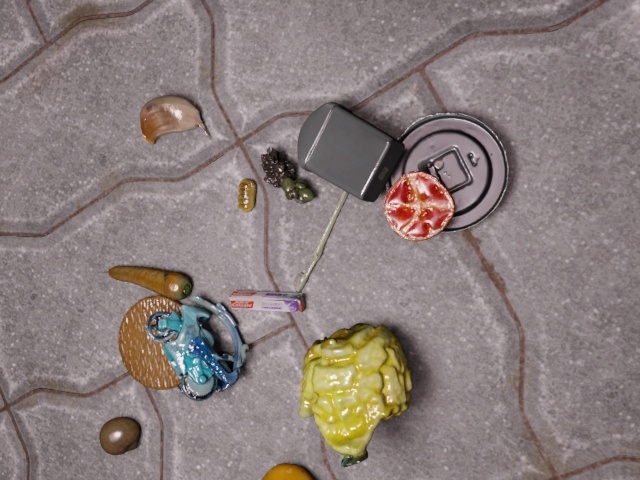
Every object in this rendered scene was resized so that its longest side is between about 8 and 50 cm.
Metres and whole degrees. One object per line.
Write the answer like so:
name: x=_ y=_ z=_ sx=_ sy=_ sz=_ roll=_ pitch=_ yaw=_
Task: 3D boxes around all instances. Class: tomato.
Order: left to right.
tomato: x=0.220 y=-0.072 z=1.220 sx=0.156 sy=0.069 sz=0.155 roll=0 pitch=88 yaw=15

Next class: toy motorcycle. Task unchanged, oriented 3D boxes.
toy motorcycle: x=-0.305 y=0.268 z=1.394 sx=0.260 sy=0.206 sz=0.154 roll=57 pitch=149 yaw=7

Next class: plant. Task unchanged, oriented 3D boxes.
plant: x=-0.085 y=-0.156 z=1.368 sx=0.087 sy=0.085 sz=0.174 roll=-41 pitch=83 yaw=-14

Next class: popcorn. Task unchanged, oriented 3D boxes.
popcorn: x=0.070 y=0.321 z=1.246 sx=0.293 sy=0.293 sz=0.237 roll=-30 pitch=89 yaw=16

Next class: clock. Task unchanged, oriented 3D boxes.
clock: x=0.291 y=-0.156 z=1.262 sx=0.281 sy=0.055 sz=0.280 roll=0 pitch=90 yaw=17

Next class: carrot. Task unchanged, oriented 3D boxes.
carrot: x=-0.491 y=0.104 z=1.506 sx=0.298 sy=0.078 sz=0.078 roll=9 pitch=94 yaw=21

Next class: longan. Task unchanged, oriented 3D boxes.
longan: x=-0.558 y=0.547 z=1.520 sx=0.114 sy=0.092 sz=0.113 roll=0 pitch=88 yaw=-8

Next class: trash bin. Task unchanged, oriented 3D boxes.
trash bin: x=0.059 y=-0.213 z=1.284 sx=0.236 sy=0.101 sz=0.176 roll=34 pitch=104 yaw=28

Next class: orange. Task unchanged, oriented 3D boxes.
orange: x=-0.083 y=0.636 z=1.351 sx=0.155 sy=0.134 sz=0.154 roll=-2 pitch=83 yaw=16

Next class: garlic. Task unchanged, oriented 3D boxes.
garlic: x=-0.393 y=-0.327 z=1.468 sx=0.198 sy=0.090 sz=0.128 roll=-2 pitch=105 yaw=11

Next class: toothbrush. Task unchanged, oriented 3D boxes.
toothbrush: x=0.004 y=0.002 z=1.369 sx=0.028 sy=0.026 sz=0.294 roll=35 pitch=101 yaw=29

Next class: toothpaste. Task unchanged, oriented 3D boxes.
toothpaste: x=-0.136 y=0.159 z=1.400 sx=0.197 sy=0.040 sz=0.047 roll=1 pitch=116 yaw=18

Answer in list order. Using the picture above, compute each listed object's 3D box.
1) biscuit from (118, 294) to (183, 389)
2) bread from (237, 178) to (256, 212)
biscuit: x=-0.444 y=0.281 z=1.507 sx=0.262 sy=0.037 sz=0.261 roll=0 pitch=91 yaw=18
bread: x=-0.195 y=-0.118 z=1.426 sx=0.049 sy=0.034 sz=0.087 roll=9 pitch=94 yaw=23
